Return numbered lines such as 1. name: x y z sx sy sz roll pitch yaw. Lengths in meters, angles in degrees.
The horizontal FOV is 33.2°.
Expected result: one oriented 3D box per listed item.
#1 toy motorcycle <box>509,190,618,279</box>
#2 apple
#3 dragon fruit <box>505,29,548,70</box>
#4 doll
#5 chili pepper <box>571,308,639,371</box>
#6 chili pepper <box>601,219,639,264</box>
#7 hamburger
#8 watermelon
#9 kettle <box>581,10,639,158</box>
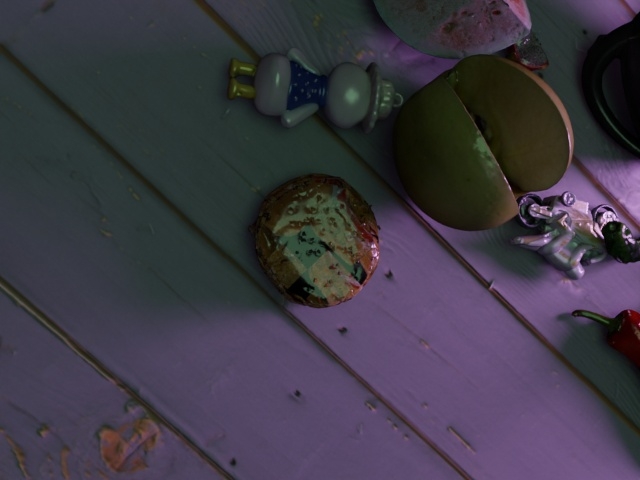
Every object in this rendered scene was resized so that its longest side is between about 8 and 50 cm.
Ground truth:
1. toy motorcycle: 0.436 -0.007 1.903 0.229 0.074 0.151 6 83 -26
2. apple: 0.256 -0.159 1.739 0.292 0.292 0.254 -34 93 -14
3. dragon fruit: 0.354 -0.328 1.886 0.060 0.056 0.083 -31 95 -16
4. doll: -0.005 -0.245 1.755 0.293 0.119 0.138 5 73 -12
5. chili pepper: 0.602 0.254 1.948 0.137 0.092 0.368 -31 96 -3
6. chili pepper: 0.557 0.008 1.919 0.182 0.050 0.073 7 96 -50
7. hamburger: 0.000 0.000 1.760 0.231 0.107 0.230 0 88 -9
8. watermelon: 0.202 -0.443 1.809 0.321 0.188 0.175 58 31 -2
9. kettle: 0.609 -0.270 1.893 0.268 0.207 0.290 -24 103 23
